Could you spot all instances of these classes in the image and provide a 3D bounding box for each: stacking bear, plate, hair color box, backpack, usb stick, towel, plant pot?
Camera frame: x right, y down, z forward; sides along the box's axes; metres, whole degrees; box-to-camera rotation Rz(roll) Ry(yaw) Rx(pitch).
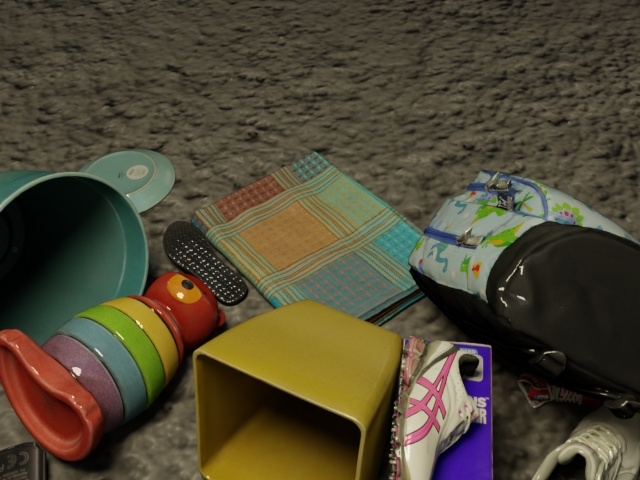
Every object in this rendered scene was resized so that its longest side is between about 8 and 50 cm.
[{"bbox_3d":[-0.251,0.139,1.031,0.175,0.164,0.289,36,45,17],"label":"stacking bear"},{"bbox_3d":[-0.351,-0.110,1.380,0.188,0.024,0.188,-3,44,3],"label":"plate"},{"bbox_3d":[0.124,0.293,0.826,0.110,0.185,0.338,3,46,7],"label":"hair color box"},{"bbox_3d":[0.262,0.046,0.970,0.290,0.355,0.273,27,78,-17],"label":"backpack"},{"bbox_3d":[-0.349,0.360,0.893,0.077,0.045,0.278,-18,46,-3],"label":"usb stick"},{"bbox_3d":[0.000,0.000,1.233,0.271,0.040,0.370,-30,50,-25],"label":"towel"},{"bbox_3d":[-0.431,0.021,1.103,0.255,0.271,0.271,14,46,36],"label":"plant pot"},{"bbox_3d":[-0.008,0.194,0.936,0.212,0.212,0.187,20,36,22],"label":"plant pot"}]

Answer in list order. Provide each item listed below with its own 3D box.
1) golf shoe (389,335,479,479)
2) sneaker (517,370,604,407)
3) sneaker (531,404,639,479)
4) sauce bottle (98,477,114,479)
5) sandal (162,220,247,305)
[{"bbox_3d":[0.113,0.172,0.769,0.086,0.067,0.186,8,46,10],"label":"golf shoe"},{"bbox_3d":[0.312,0.196,1.009,0.118,0.042,0.067,25,47,36],"label":"sneaker"},{"bbox_3d":[0.309,0.258,0.895,0.090,0.115,0.232,30,54,30],"label":"sneaker"},{"bbox_3d":[-0.111,0.354,0.834,0.345,0.111,0.111,20,50,20],"label":"sauce bottle"},{"bbox_3d":[-0.182,0.040,1.212,0.067,0.040,0.179,-37,68,-22],"label":"sandal"}]
